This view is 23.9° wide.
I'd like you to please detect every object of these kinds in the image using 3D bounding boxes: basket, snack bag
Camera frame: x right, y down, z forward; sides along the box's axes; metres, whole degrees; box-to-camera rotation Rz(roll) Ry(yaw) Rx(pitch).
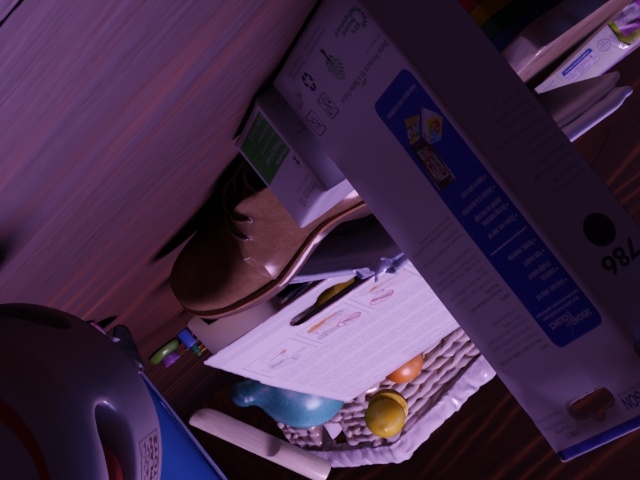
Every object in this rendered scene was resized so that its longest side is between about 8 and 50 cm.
[{"bbox_3d":[0.079,0.133,2.238,0.331,0.266,0.328,-40,-169,-27],"label":"basket"},{"bbox_3d":[0.096,-0.054,1.502,0.342,0.037,0.323,-35,-167,-27],"label":"snack bag"}]

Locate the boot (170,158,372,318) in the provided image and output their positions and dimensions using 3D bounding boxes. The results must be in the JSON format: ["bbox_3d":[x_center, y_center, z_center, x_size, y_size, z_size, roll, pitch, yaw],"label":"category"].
[{"bbox_3d":[-0.052,-0.031,1.308,0.115,0.112,0.305,10,144,-43],"label":"boot"}]

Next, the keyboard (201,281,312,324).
[{"bbox_3d":[0.000,0.000,1.654,0.317,0.033,0.201,-31,-163,-12],"label":"keyboard"}]

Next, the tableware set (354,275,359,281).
[{"bbox_3d":[0.087,-0.031,1.924,0.128,0.039,0.194,-50,-156,21],"label":"tableware set"}]

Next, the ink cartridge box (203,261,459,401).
[{"bbox_3d":[0.058,0.052,1.710,0.308,0.091,0.385,-35,156,14],"label":"ink cartridge box"}]

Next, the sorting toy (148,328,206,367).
[{"bbox_3d":[-0.193,0.155,2.157,0.102,0.042,0.061,-36,174,-37],"label":"sorting toy"}]

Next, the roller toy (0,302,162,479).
[{"bbox_3d":[-0.200,0.140,0.943,0.191,0.209,0.146,-46,175,14],"label":"roller toy"}]

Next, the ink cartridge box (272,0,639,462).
[{"bbox_3d":[0.107,-0.020,0.975,0.065,0.332,0.165,-34,175,-26],"label":"ink cartridge box"}]

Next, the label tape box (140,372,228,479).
[{"bbox_3d":[-0.215,0.274,1.814,0.115,0.249,0.347,-38,176,-16],"label":"label tape box"}]

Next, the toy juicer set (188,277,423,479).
[{"bbox_3d":[0.001,0.201,1.952,0.329,0.209,0.089,-45,176,-31],"label":"toy juicer set"}]

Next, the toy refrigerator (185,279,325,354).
[{"bbox_3d":[-0.047,0.039,1.896,0.269,0.094,0.102,-42,-178,35],"label":"toy refrigerator"}]

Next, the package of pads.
[{"bbox_3d":[0.433,-0.328,2.073,0.296,0.101,0.229,-38,177,-24],"label":"package of pads"}]

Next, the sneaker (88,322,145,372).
[{"bbox_3d":[-0.227,0.128,1.464,0.077,0.072,0.178,-29,171,6],"label":"sneaker"}]

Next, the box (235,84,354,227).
[{"bbox_3d":[0.006,-0.081,1.118,0.102,0.087,0.101,-38,175,-19],"label":"box"}]

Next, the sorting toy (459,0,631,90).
[{"bbox_3d":[0.189,-0.201,1.407,0.255,0.089,0.257,-37,174,-33],"label":"sorting toy"}]
